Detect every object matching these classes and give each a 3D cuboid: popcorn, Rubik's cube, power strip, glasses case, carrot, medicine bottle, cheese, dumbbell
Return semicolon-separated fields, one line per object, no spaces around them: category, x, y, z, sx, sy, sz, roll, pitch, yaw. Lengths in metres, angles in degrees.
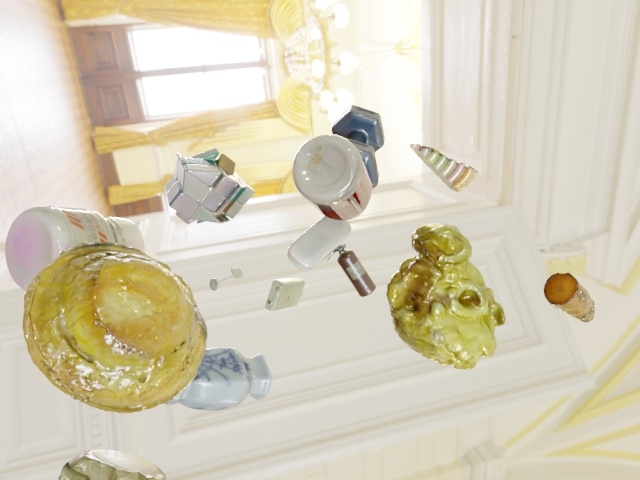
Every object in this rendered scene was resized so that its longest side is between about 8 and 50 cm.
popcorn;0.235;0.125;0.936;0.173;0.225;0.286;-11;-71;50
Rubik's cube;-0.532;-0.235;2.212;0.368;0.358;0.387;35;10;-34
power strip;-0.136;0.209;1.847;0.118;0.046;0.270;-69;162;5
glasses case;0.000;0.000;1.081;0.076;0.197;0.049;41;-42;8
carrot;0.714;0.177;1.320;0.263;0.102;0.102;33;24;-39
medicine bottle;0.032;-0.114;0.938;0.250;0.131;0.131;31;47;-76
medicine bottle;-0.730;0.029;1.434;0.325;0.256;0.256;4;74;-65
cheese;-0.431;0.500;0.978;0.175;0.202;0.091;146;-35;-70
dumbbell;0.087;-0.238;1.241;0.316;0.143;0.156;-73;151;-54

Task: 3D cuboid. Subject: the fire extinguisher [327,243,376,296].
fire extinguisher;0.103;0.103;1.689;0.231;0.099;0.071;55;-14;-15

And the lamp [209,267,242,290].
lamp;-0.390;0.156;1.874;0.198;0.056;0.050;-25;-103;36

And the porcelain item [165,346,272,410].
porcelain item;-0.405;0.540;1.851;0.178;0.405;0.243;-59;-139;26

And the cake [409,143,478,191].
cake;0.381;-0.237;1.520;0.090;0.225;0.109;-63;-179;11

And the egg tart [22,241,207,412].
egg tart;-0.444;0.173;1.106;0.178;0.443;0.443;-37;-126;32
